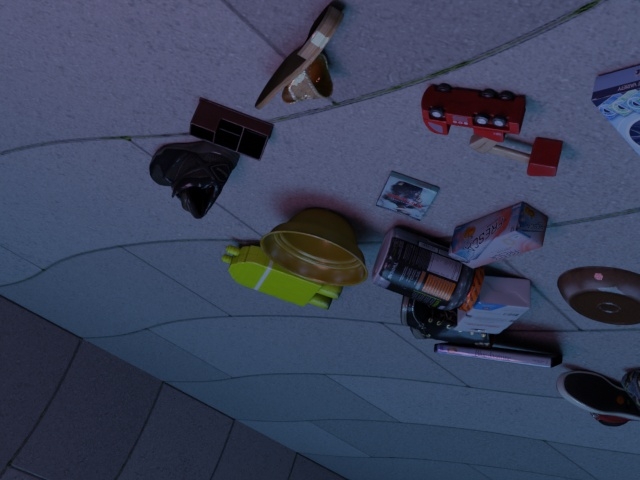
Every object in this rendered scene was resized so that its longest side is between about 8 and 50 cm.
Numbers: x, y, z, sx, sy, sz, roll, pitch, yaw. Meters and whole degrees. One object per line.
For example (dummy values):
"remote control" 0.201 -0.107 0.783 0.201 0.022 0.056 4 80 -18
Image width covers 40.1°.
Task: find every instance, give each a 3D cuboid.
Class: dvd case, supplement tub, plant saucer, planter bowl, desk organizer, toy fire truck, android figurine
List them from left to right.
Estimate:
"desk organizer" -0.149 -0.183 1.453 0.130 0.050 0.047 20 156 -3
"android figurine" -0.090 0.078 1.965 0.272 0.056 0.248 21 157 -6
"planter bowl" 0.000 0.000 1.689 0.217 0.090 0.217 16 156 7
"dvd case" 0.148 -0.075 1.515 0.087 0.013 0.119 19 157 -1
"supplement tub" 0.201 0.059 1.636 0.190 0.117 0.117 21 156 -4
"toy fire truck" 0.241 -0.154 1.235 0.191 0.047 0.135 11 156 19
"dvd case" 0.393 0.249 1.924 0.252 0.022 0.180 5 178 22
"plant saucer" 0.531 0.110 1.606 0.198 0.036 0.199 16 155 7

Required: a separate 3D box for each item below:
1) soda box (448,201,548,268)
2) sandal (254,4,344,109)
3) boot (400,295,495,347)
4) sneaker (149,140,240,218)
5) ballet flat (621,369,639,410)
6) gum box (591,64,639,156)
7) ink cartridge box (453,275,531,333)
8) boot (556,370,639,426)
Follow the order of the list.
"soda box" 0.300 -0.006 1.497 0.063 0.058 0.183 28 154 -21
"sandal" -0.013 -0.227 1.214 0.079 0.088 0.240 31 149 -13
"boot" 0.271 0.162 1.852 0.178 0.085 0.236 7 160 21
"sneaker" -0.253 -0.107 1.600 0.227 0.130 0.087 -1 148 42
"ballet flat" 0.716 0.359 1.870 0.188 0.070 0.070 57 164 18
"gum box" 0.453 -0.154 1.087 0.184 0.041 0.156 35 152 -34
"ink cartridge box" 0.334 0.129 1.733 0.104 0.060 0.180 6 157 -7
"boot" 0.636 0.379 2.051 0.244 0.089 0.176 19 158 -8
